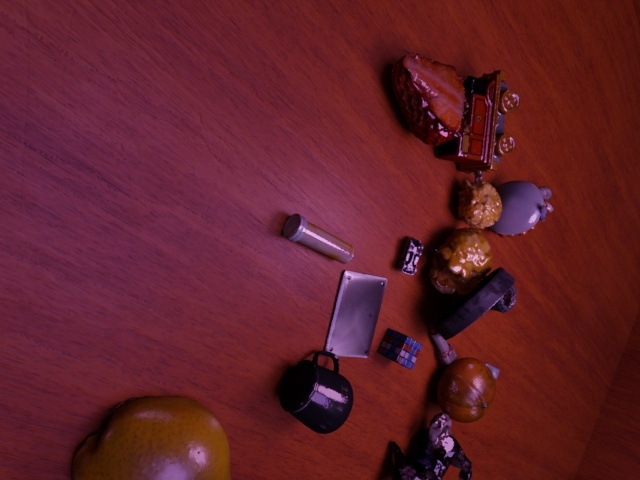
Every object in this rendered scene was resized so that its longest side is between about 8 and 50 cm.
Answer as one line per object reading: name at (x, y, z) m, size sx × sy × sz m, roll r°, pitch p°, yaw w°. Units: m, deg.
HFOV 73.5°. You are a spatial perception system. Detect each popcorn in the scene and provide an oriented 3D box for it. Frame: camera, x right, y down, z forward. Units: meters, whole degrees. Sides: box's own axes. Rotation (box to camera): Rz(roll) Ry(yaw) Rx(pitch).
popcorn at (0.558, -0.131, 1.522) m, size 0.180 × 0.170 × 0.180 m, roll 9°, pitch 90°, yaw -75°
popcorn at (0.482, 0.076, 1.490) m, size 0.253 × 0.190 × 0.191 m, roll -36°, pitch 86°, yaw -12°

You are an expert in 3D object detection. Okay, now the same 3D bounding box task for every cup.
cup at (-0.009, 0.414, 1.214) m, size 0.176 × 0.169 × 0.223 m, roll 37°, pitch 46°, yaw -27°

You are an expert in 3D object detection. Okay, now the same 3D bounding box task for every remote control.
remote control at (0.731, 0.562, 1.841) m, size 0.124 × 0.017 × 0.053 m, roll 29°, pitch 80°, yaw -36°

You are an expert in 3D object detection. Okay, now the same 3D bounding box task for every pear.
pear at (-0.346, 0.554, 0.960) m, size 0.340 × 0.191 × 0.386 m, roll -50°, pitch 122°, yaw -18°

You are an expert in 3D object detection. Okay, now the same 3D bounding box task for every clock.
clock at (0.526, 0.218, 1.481) m, size 0.318 × 0.319 × 0.066 m, roll -35°, pitch 74°, yaw -26°

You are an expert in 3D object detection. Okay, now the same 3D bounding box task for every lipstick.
lipstick at (0.441, 0.372, 1.579) m, size 0.063 × 0.057 × 0.186 m, roll -42°, pitch 116°, yaw -22°

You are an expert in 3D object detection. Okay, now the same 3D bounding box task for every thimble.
thimble at (0.724, 0.224, 1.735) m, size 0.118 × 0.090 × 0.135 m, roll -35°, pitch 119°, yaw -23°

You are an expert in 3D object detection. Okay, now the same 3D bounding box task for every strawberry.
strawberry at (0.319, -0.408, 1.310) m, size 0.280 × 0.150 × 0.254 m, roll 1°, pitch 77°, yaw -34°

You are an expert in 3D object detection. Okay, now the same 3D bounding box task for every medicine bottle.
medicine bottle at (0.000, 0.000, 1.192) m, size 0.218 × 0.074 × 0.074 m, roll 27°, pitch 82°, yaw -38°

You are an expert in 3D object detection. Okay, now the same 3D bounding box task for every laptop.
laptop at (0.113, 0.234, 1.344) m, size 0.187 × 0.015 × 0.269 m, roll 14°, pitch 90°, yaw -35°

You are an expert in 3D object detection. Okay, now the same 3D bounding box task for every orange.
orange at (0.543, 0.554, 1.581) m, size 0.240 × 0.171 × 0.240 m, roll -9°, pitch 109°, yaw -28°

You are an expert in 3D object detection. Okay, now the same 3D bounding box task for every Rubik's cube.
Rubik's cube at (0.264, 0.360, 1.425) m, size 0.092 × 0.092 × 0.092 m, roll 36°, pitch 76°, yaw -34°

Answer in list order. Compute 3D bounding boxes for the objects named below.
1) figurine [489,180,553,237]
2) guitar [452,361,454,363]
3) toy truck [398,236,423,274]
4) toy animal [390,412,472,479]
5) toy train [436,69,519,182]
figurine at (0.777, -0.143, 1.694) m, size 0.381 × 0.224 × 0.205 m, roll -25°, pitch 90°, yaw -55°
guitar at (0.540, 0.529, 1.693) m, size 0.088 × 0.025 × 0.233 m, roll -43°, pitch 119°, yaw -21°
toy truck at (0.296, 0.049, 1.416) m, size 0.052 × 0.063 × 0.123 m, roll 19°, pitch 87°, yaw -14°
toy animal at (0.363, 0.793, 1.517) m, size 0.344 × 0.194 × 0.303 m, roll -28°, pitch 119°, yaw -32°
toy train at (0.521, -0.381, 1.446) m, size 0.231 × 0.163 × 0.370 m, roll 3°, pitch 94°, yaw -24°
